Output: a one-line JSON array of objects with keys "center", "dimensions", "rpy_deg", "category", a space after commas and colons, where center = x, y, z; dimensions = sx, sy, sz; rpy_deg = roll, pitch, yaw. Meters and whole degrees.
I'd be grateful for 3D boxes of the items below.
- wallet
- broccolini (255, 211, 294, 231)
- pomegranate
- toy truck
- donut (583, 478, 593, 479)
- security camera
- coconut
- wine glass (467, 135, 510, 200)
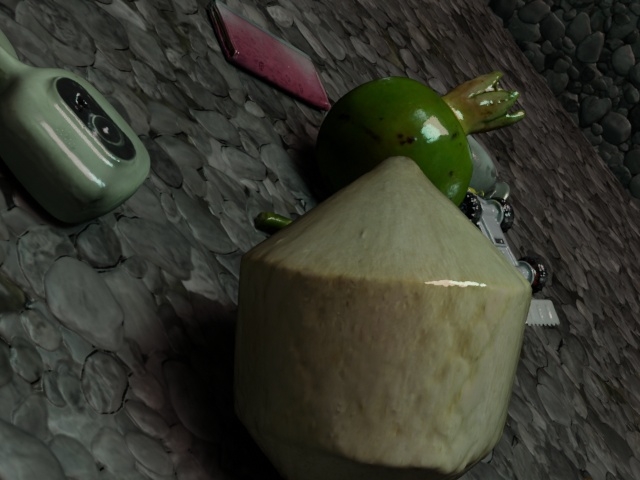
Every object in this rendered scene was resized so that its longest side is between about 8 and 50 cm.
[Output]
[{"center": [-0.073, -0.277, 1.641], "dimensions": [0.232, 0.025, 0.119], "rpy_deg": [22, 38, -50], "category": "wallet"}, {"center": [0.001, -0.002, 1.383], "dimensions": [0.216, 0.067, 0.058], "rpy_deg": [21, 35, -36], "category": "broccolini"}, {"center": [0.141, -0.144, 1.525], "dimensions": [0.236, 0.302, 0.236], "rpy_deg": [55, -3, 4], "category": "pomegranate"}, {"center": [0.274, 0.030, 1.746], "dimensions": [0.136, 0.111, 0.286], "rpy_deg": [4, 54, -47], "category": "toy truck"}, {"center": [0.359, 0.416, 1.426], "dimensions": [0.190, 0.075, 0.174], "rpy_deg": [62, 24, 10], "category": "donut"}, {"center": [-0.289, -0.149, 1.027], "dimensions": [0.301, 0.080, 0.157], "rpy_deg": [47, 25, -6], "category": "security camera"}, {"center": [0.055, 0.079, 1.029], "dimensions": [0.329, 0.329, 0.329], "rpy_deg": [41, 27, -26], "category": "coconut"}, {"center": [0.241, -0.128, 1.898], "dimensions": [0.204, 0.111, 0.111], "rpy_deg": [47, 24, -23], "category": "wine glass"}]
